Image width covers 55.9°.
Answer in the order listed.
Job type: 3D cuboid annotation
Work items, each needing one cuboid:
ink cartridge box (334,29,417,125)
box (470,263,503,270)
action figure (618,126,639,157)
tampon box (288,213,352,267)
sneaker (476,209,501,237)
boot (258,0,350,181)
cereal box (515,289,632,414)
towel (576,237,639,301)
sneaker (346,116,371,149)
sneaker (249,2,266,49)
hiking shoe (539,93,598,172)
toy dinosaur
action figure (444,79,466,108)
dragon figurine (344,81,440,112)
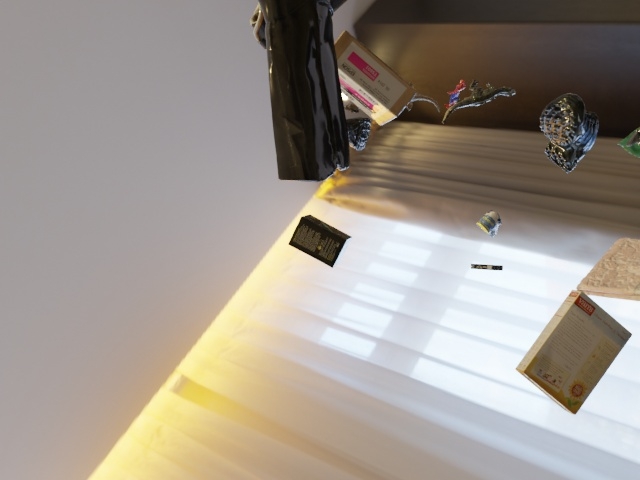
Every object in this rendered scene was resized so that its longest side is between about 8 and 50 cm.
[{"bbox_3d":[0.112,-0.408,1.541,0.088,0.235,0.193,-51,7,0],"label":"ink cartridge box"},{"bbox_3d":[0.552,0.089,2.001,0.067,0.083,0.018,4,-91,-44],"label":"box"},{"bbox_3d":[0.703,-0.141,1.148,0.063,0.232,0.137,-56,0,-17],"label":"action figure"},{"bbox_3d":[0.000,0.000,1.899,0.101,0.161,0.120,-63,-9,10],"label":"tampon box"},{"bbox_3d":[0.463,-0.047,1.633,0.059,0.053,0.144,-52,-16,9],"label":"sneaker"},{"bbox_3d":[0.016,-0.372,1.272,0.367,0.146,0.445,-26,-71,-44],"label":"boot"},{"bbox_3d":[0.593,0.260,1.411,0.173,0.047,0.240,40,-97,-8],"label":"cereal box"},{"bbox_3d":[1.129,0.097,2.141,0.332,0.317,0.053,-36,-69,-27],"label":"towel"},{"bbox_3d":[0.058,-0.342,1.863,0.286,0.130,0.109,-15,-56,-57],"label":"sneaker"},{"bbox_3d":[-0.116,-0.558,1.641,0.126,0.128,0.321,-105,0,-52],"label":"sneaker"},{"bbox_3d":[0.649,-0.302,1.555,0.132,0.113,0.304,-44,-27,-1],"label":"hiking shoe"},{"bbox_3d":[0.501,-0.470,1.986,0.268,0.118,0.064,-23,-52,-1],"label":"toy dinosaur"},{"bbox_3d":[0.406,-0.443,1.811,0.038,0.030,0.115,-25,-14,-21],"label":"action figure"},{"bbox_3d":[0.217,-0.435,1.858,0.289,0.144,0.085,-4,-84,-22],"label":"dragon figurine"}]
